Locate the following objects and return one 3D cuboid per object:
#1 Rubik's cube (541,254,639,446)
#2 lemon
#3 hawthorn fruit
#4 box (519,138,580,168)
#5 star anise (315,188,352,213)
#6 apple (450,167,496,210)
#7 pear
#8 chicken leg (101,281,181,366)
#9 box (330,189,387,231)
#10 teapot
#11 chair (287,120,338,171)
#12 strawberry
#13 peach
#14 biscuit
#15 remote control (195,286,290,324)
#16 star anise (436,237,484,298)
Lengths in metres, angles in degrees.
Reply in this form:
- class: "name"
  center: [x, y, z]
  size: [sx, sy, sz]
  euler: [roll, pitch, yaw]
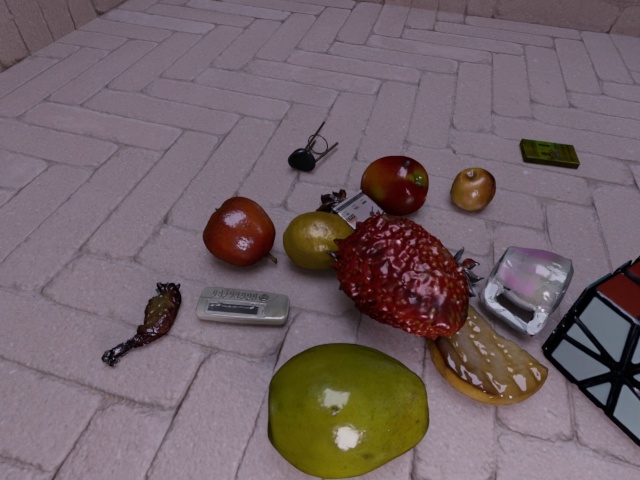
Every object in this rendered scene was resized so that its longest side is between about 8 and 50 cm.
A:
- class: "Rubik's cube"
  center: [0.721, 0.217, 0.879]
  size: [0.284, 0.288, 0.293]
  euler: [-22, 52, -17]
- class: "lemon"
  center: [0.000, 0.000, 1.135]
  size: [0.208, 0.169, 0.169]
  euler: [3, 48, -4]
- class: "hawthorn fruit"
  center: [-0.209, -0.008, 1.143]
  size: [0.226, 0.196, 0.196]
  euler: [39, 53, -2]
- class: "box"
  center: [0.867, -0.330, 1.558]
  size: [0.194, 0.030, 0.121]
  euler: [9, 48, 6]
- class: "star anise"
  center: [0.068, -0.111, 1.308]
  size: [0.168, 0.057, 0.167]
  euler: [0, 48, 0]
- class: "apple"
  center: [0.498, -0.171, 1.333]
  size: [0.147, 0.146, 0.146]
  euler: [1, 48, -1]
- class: "pear"
  center: [0.049, 0.319, 0.792]
  size: [0.308, 0.252, 0.252]
  euler: [-7, 49, -10]
- class: "chicken leg"
  center: [-0.423, 0.203, 1.010]
  size: [0.106, 0.051, 0.253]
  euler: [16, 50, 20]
- class: "box"
  center: [0.160, -0.039, 1.225]
  size: [0.129, 0.033, 0.247]
  euler: [-37, 73, -30]
- class: "teapot"
  center: [0.532, 0.121, 1.079]
  size: [0.178, 0.221, 0.163]
  euler: [25, 8, 25]
- class: "chair"
  center: [-0.022, -0.324, 1.477]
  size: [0.095, 0.104, 0.221]
  euler: [35, 51, 5]
- class: "strawberry"
  center: [0.212, 0.078, 0.977]
  size: [0.344, 0.291, 0.292]
  euler: [21, 48, 39]
- class: "peach"
  center: [0.233, -0.172, 1.325]
  size: [0.196, 0.226, 0.189]
  euler: [13, 76, -36]
- class: "biscuit"
  center: [0.363, 0.264, 0.961]
  size: [0.213, 0.091, 0.274]
  euler: [-23, 54, -24]
- class: "remote control"
  center: [-0.195, 0.170, 1.048]
  size: [0.231, 0.049, 0.090]
  euler: [5, 49, 2]
- class: "star anise"
  center: [0.355, 0.083, 1.140]
  size: [0.181, 0.061, 0.204]
  euler: [-21, 56, -35]
